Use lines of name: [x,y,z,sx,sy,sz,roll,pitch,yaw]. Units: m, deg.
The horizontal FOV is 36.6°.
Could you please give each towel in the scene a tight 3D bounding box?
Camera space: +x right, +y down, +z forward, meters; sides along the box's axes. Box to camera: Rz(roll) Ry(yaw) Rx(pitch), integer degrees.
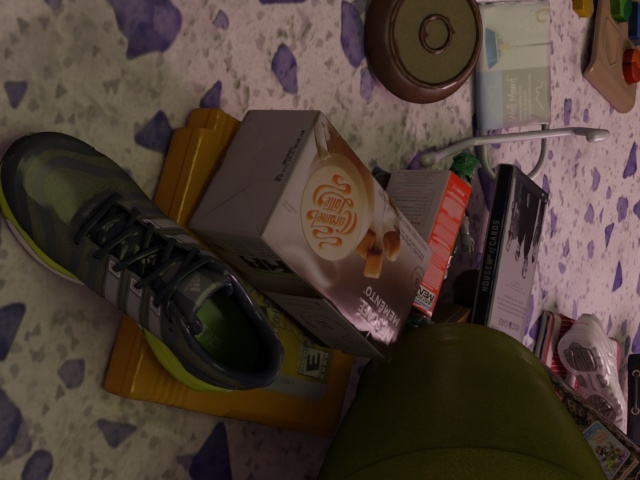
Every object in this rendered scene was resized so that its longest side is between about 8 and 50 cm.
towel: [0.452,0.266,1.719,0.329,0.037,0.237,23,77,-51]

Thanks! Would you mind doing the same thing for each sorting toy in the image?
sorting toy: [0.514,-0.377,1.692,0.307,0.041,0.229,23,77,-52]

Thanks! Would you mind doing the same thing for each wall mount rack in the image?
wall mount rack: [0.243,-0.229,1.305,0.304,0.130,0.350,-8,103,-18]

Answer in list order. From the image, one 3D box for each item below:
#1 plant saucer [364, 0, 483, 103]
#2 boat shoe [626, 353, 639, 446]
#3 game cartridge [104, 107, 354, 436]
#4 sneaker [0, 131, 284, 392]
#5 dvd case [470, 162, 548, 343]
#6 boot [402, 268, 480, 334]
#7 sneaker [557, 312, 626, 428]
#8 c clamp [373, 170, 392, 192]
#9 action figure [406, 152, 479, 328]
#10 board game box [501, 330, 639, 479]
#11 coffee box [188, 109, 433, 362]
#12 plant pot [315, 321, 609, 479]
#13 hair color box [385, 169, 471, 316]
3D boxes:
plant saucer: [0.133,-0.249,1.170,0.168,0.029,0.168,-6,102,-27]
boat shoe: [0.610,0.450,1.856,0.187,0.156,0.500,16,86,-71]
game cartridge: [-0.058,0.046,1.007,0.324,0.053,0.285,25,76,-52]
sneaker: [-0.134,0.020,0.802,0.300,0.121,0.111,44,67,-24]
dvd case: [0.265,0.030,1.346,0.179,0.030,0.238,22,78,-61]
boot: [0.183,0.146,1.324,0.197,0.073,0.152,-32,125,-42]
sneaker: [0.483,0.224,1.662,0.115,0.090,0.232,-49,129,-42]
c clamp: [0.091,-0.017,1.213,0.137,0.022,0.160,31,72,-49]
action figure: [0.153,-0.002,1.214,0.063,0.137,0.232,18,83,-7]
board game box: [0.329,0.284,1.297,0.141,0.291,0.232,-50,152,4]
coffee box: [0.000,0.000,0.959,0.246,0.098,0.141,48,59,-43]
plant pot: [0.146,0.276,1.023,0.353,0.366,0.366,-81,157,-59]
hair color box: [0.108,0.001,1.153,0.053,0.093,0.167,34,70,-41]
